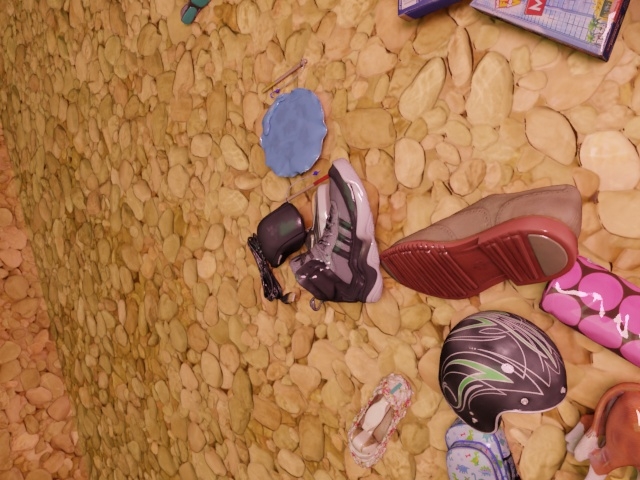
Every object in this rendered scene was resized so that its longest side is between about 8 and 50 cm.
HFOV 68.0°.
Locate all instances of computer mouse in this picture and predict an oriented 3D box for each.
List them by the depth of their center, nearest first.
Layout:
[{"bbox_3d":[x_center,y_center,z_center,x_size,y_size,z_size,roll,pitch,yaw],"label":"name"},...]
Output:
[{"bbox_3d":[-0.094,0.042,0.977,0.262,0.060,0.184,-34,76,59],"label":"computer mouse"}]

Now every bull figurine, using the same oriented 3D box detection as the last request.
[{"bbox_3d":[0.466,0.322,0.589,0.310,0.101,0.188,48,125,23],"label":"bull figurine"}]

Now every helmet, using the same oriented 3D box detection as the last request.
[{"bbox_3d":[0.263,0.184,0.695,0.169,0.169,0.162,45,139,25],"label":"helmet"}]

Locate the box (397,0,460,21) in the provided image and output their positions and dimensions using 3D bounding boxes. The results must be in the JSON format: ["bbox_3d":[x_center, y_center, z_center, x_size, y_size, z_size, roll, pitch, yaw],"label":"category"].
[{"bbox_3d":[0.207,-0.413,0.665,0.225,0.036,0.137,2,91,49],"label":"box"}]

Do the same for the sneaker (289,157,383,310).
[{"bbox_3d":[0.014,0.001,0.824,0.101,0.153,0.269,-119,16,-71],"label":"sneaker"}]

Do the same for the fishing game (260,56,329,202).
[{"bbox_3d":[-0.054,-0.216,0.969,0.189,0.041,0.264,-26,72,38],"label":"fishing game"}]

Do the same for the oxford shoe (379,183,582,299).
[{"bbox_3d":[0.236,0.005,0.738,0.123,0.130,0.348,49,148,-20],"label":"oxford shoe"}]

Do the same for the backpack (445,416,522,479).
[{"bbox_3d":[0.257,0.351,0.776,0.105,0.084,0.114,-17,84,37],"label":"backpack"}]

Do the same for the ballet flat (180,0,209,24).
[{"bbox_3d":[-0.294,-0.558,1.111,0.114,0.041,0.041,-29,79,37],"label":"ballet flat"}]

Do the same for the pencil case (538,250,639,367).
[{"bbox_3d":[0.402,0.101,0.619,0.209,0.095,0.098,35,81,28],"label":"pencil case"}]

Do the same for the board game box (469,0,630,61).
[{"bbox_3d":[0.313,-0.356,0.635,0.194,0.060,0.194,24,111,34],"label":"board game box"}]

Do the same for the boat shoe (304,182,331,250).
[{"bbox_3d":[0.000,0.000,0.924,0.070,0.077,0.220,-1,98,22],"label":"boat shoe"}]

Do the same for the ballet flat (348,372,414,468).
[{"bbox_3d":[0.097,0.355,0.911,0.091,0.077,0.241,33,117,30],"label":"ballet flat"}]
